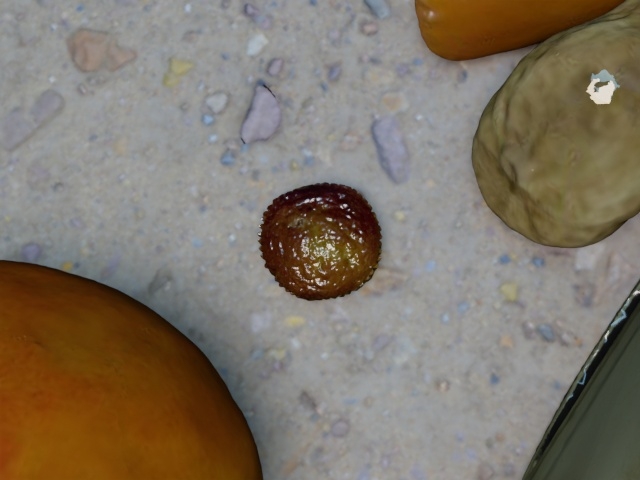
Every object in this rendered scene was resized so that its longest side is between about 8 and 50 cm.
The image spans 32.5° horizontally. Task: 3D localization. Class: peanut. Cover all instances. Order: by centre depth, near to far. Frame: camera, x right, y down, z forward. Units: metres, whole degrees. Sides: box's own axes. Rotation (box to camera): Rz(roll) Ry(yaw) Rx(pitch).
[{"bbox_3d":[0.205,-0.096,0.676,0.253,0.137,0.122,-36,71,12],"label":"peanut"}]

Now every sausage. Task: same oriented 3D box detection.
[{"bbox_3d":[0.177,-0.190,0.731,0.238,0.098,0.098,-15,81,4],"label":"sausage"}]

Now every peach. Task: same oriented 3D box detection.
[{"bbox_3d":[-0.192,0.172,0.591,0.343,0.301,0.342,-2,73,8],"label":"peach"}]

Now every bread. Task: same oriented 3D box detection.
[{"bbox_3d":[0.000,0.000,0.736,0.085,0.053,0.085,-1,81,5],"label":"bread"}]

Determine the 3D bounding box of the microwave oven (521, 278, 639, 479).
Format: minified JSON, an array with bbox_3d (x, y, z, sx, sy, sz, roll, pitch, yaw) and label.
[{"bbox_3d":[0.273,0.128,0.562,0.247,0.333,0.394,34,85,4],"label":"microwave oven"}]
